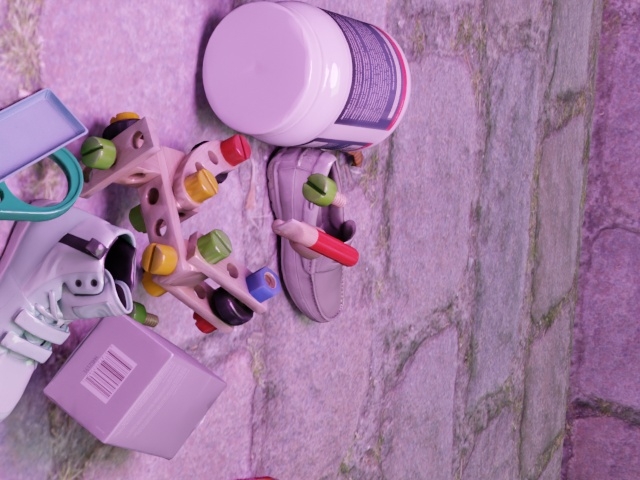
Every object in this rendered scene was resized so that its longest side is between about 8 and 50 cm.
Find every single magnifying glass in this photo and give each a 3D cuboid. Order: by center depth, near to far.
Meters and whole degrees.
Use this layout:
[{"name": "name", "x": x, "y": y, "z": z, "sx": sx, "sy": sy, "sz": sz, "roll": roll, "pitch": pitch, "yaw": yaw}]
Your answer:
[{"name": "magnifying glass", "x": -0.342, "y": -0.041, "z": 1.016, "sx": 0.231, "sy": 0.026, "sz": 0.092, "roll": -30, "pitch": 84, "yaw": -44}]

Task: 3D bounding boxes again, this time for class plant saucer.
[{"name": "plant saucer", "x": -0.327, "y": -0.094, "z": 1.029, "sx": 0.067, "sy": 0.018, "sz": 0.192, "roll": 48, "pitch": 44, "yaw": 0}]

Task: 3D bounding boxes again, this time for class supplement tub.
[{"name": "supplement tub", "x": -0.013, "y": -0.220, "z": 1.370, "sx": 0.272, "sy": 0.191, "sz": 0.191, "roll": -3, "pitch": 103, "yaw": -59}]

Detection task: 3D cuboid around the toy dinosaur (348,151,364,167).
[{"name": "toy dinosaur", "x": 0.039, "y": -0.172, "z": 1.600, "sx": 0.211, "sy": 0.064, "sz": 0.112, "roll": 27, "pitch": 78, "yaw": -58}]

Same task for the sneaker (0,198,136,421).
[{"name": "sneaker", "x": -0.285, "y": 0.087, "z": 1.064, "sx": 0.094, "sy": 0.151, "sz": 0.255, "roll": 34, "pitch": 73, "yaw": -59}]

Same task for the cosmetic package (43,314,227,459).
[{"name": "cosmetic package", "x": -0.209, "y": 0.176, "z": 1.189, "sx": 0.127, "sy": 0.107, "sz": 0.238, "roll": -53, "pitch": 165, "yaw": -9}]

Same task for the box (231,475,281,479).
[{"name": "box", "x": -0.089, "y": 0.510, "z": 1.564, "sx": 0.123, "sy": 0.128, "sz": 0.256, "roll": 17, "pitch": 85, "yaw": -59}]

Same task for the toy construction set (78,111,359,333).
[{"name": "toy construction set", "x": -0.141, "y": -0.031, "z": 1.143, "sx": 0.237, "sy": 0.309, "sz": 0.257, "roll": 27, "pitch": 69, "yaw": -54}]

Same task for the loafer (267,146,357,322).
[{"name": "loafer", "x": 0.000, "y": 0.000, "z": 1.547, "sx": 0.112, "sy": 0.112, "sz": 0.319, "roll": -48, "pitch": 139, "yaw": -40}]
